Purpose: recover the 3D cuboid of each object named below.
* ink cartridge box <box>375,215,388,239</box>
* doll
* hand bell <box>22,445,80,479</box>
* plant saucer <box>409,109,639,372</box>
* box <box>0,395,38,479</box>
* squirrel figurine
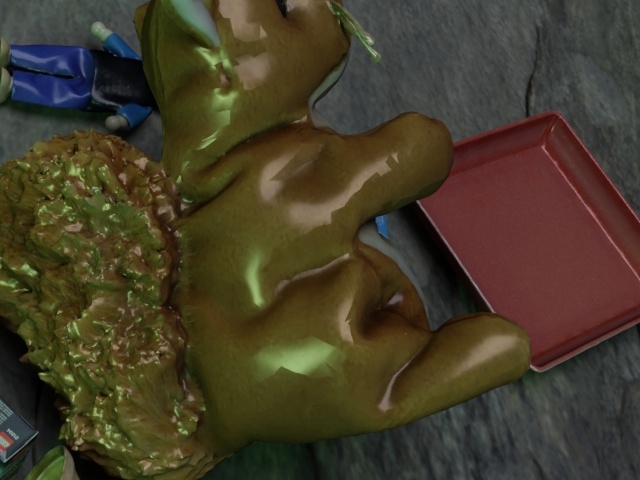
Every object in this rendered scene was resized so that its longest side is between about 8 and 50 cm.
[{"bbox_3d":[0.000,0.000,1.236,0.122,0.052,0.089,10,53,-22],"label":"ink cartridge box"},{"bbox_3d":[-0.216,-0.157,1.240,0.189,0.046,0.129,6,56,-23],"label":"doll"},{"bbox_3d":[-0.124,0.267,0.969,0.242,0.126,0.126,34,48,-17],"label":"hand bell"},{"bbox_3d":[0.228,0.001,1.355,0.258,0.048,0.259,-20,68,-36],"label":"plant saucer"},{"bbox_3d":[-0.307,0.108,0.963,0.207,0.114,0.036,43,49,5],"label":"box"},{"bbox_3d":[-0.088,-0.025,1.019,0.396,0.281,0.371,-21,101,-8],"label":"squirrel figurine"}]
